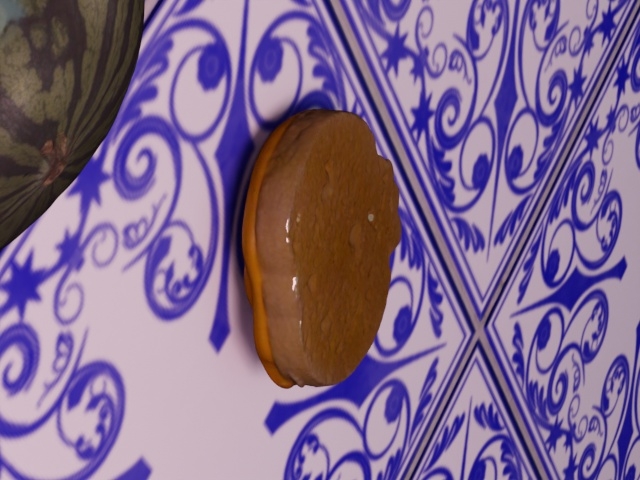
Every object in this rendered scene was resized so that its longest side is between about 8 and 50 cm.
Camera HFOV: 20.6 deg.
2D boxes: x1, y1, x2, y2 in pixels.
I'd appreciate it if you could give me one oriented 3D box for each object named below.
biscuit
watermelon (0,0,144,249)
[{"bbox_3d":[-0.004,0.000,1.052,0.170,0.050,0.170,6,90,-66],"label":"biscuit"},{"bbox_3d":[-0.165,-0.085,0.577,0.212,0.212,0.212,-31,127,-52],"label":"watermelon"}]
